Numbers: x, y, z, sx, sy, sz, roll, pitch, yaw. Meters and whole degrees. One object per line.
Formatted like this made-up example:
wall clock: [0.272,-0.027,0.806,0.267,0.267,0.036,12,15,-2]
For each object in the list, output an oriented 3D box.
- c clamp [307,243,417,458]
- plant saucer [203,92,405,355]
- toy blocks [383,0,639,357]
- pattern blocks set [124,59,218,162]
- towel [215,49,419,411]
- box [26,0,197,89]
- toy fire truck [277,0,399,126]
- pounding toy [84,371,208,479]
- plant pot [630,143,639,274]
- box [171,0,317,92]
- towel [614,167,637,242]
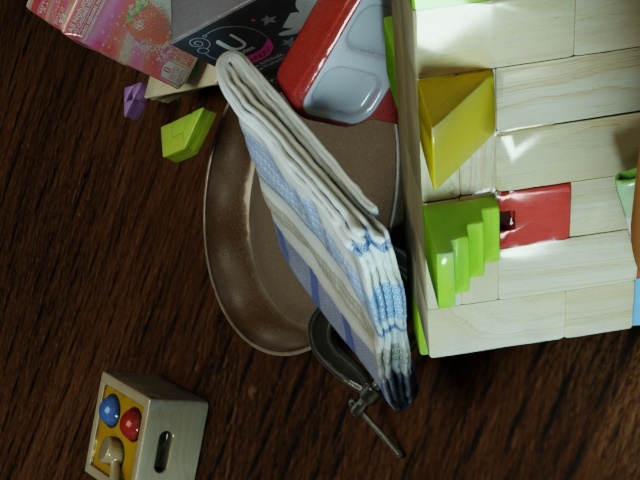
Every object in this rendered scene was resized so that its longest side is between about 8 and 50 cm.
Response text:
c clamp: [0.056,0.085,1.344,0.137,0.022,0.161,39,120,18]
plant saucer: [-0.009,-0.046,1.469,0.310,0.050,0.311,-11,76,53]
toy blocks: [0.186,-0.073,1.030,0.191,0.261,0.381,-101,4,-48]
pattern blocks set: [-0.119,-0.219,1.618,0.325,0.026,0.285,-25,52,51]
towel: [0.000,0.000,1.211,0.209,0.034,0.285,51,168,30]
box: [-0.153,-0.322,1.569,0.300,0.142,0.154,-62,30,6]
toy fire truck: [0.134,-0.194,1.121,0.302,0.254,0.169,-58,43,31]
pounding toy: [-0.192,0.221,1.629,0.130,0.100,0.141,19,99,54]
plant pot: [0.301,0.053,0.847,0.291,0.291,0.203,49,144,46]
box: [0.000,-0.259,1.356,0.247,0.142,0.163,-21,62,34]
towel: [0.255,0.001,0.987,0.113,0.152,0.023,-23,36,6]
